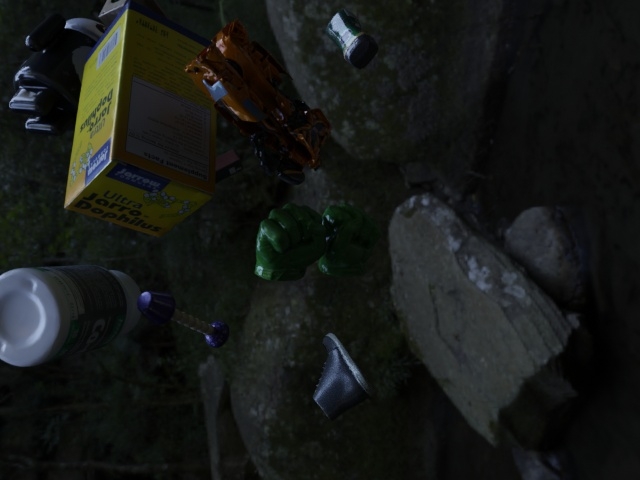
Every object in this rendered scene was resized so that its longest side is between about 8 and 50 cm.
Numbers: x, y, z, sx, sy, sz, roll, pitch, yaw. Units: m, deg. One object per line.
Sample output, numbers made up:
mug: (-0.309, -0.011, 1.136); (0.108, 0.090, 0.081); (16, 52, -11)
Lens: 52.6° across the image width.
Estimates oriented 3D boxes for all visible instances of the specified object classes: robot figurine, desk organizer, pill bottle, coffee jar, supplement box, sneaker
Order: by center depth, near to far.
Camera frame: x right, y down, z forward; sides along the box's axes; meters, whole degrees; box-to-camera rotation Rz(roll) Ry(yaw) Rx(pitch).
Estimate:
robot figurine: (-0.090, -0.235, 1.133); (0.291, 0.085, 0.211); (44, -139, -20)
supplement box: (-0.325, -0.220, 1.203); (0.195, 0.194, 0.356); (-30, 52, 41)
robot figurine: (-0.532, -0.348, 1.383); (0.209, 0.173, 0.278); (-45, 18, 57)
sneaker: (0.022, 0.290, 1.411); (0.083, 0.118, 0.222); (56, 176, -27)
pill bottle: (-0.566, 0.157, 1.473); (0.361, 0.204, 0.204); (1, -96, -77)
coffee jar: (0.090, -0.570, 1.839); (0.096, 0.079, 0.184); (-48, 48, 25)
desk organizer: (-0.296, -0.209, 1.891); (0.050, 0.130, 0.047); (56, 171, 33)

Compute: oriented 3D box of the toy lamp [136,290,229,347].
toy lamp: (-0.331, 0.190, 1.562); (0.275, 0.080, 0.080); (41, -145, -50)

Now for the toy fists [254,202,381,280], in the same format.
toy fists: (0.000, 0.000, 1.276); (0.096, 0.279, 0.142); (28, 115, 53)

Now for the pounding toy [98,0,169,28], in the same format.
pounding toy: (-0.413, -0.488, 1.380); (0.141, 0.100, 0.130); (52, -147, -42)
